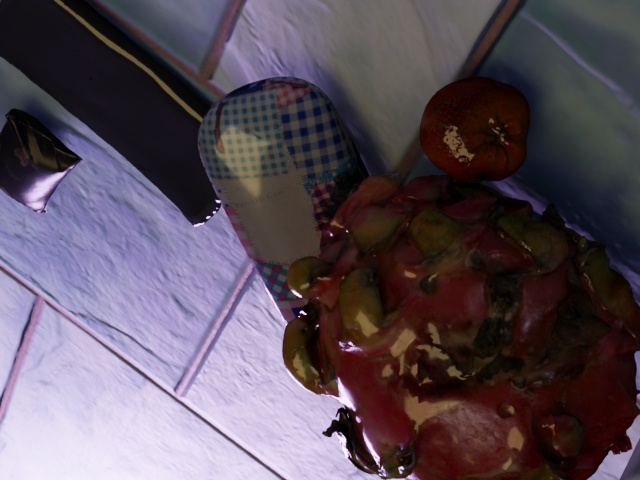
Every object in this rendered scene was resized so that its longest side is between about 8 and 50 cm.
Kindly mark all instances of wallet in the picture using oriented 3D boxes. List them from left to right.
[{"bbox_3d":[-0.191,-0.137,1.450,0.285,0.030,0.146,40,141,-4],"label":"wallet"}]

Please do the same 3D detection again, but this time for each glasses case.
[{"bbox_3d":[0.000,0.000,1.367,0.125,0.076,0.327,-19,120,13],"label":"glasses case"}]

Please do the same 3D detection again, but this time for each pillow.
[{"bbox_3d":[-0.304,-0.082,1.588,0.090,0.048,0.150,49,147,0],"label":"pillow"}]

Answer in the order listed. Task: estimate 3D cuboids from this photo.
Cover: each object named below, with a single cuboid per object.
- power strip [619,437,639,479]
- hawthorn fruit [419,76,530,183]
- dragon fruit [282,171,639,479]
[{"bbox_3d":[0.409,0.246,1.237,0.357,0.161,0.357,23,142,19],"label":"power strip"},{"bbox_3d":[0.119,-0.087,1.196,0.093,0.093,0.093,23,141,20],"label":"hawthorn fruit"},{"bbox_3d":[0.104,0.081,1.230,0.291,0.269,0.250,36,153,-22],"label":"dragon fruit"}]
